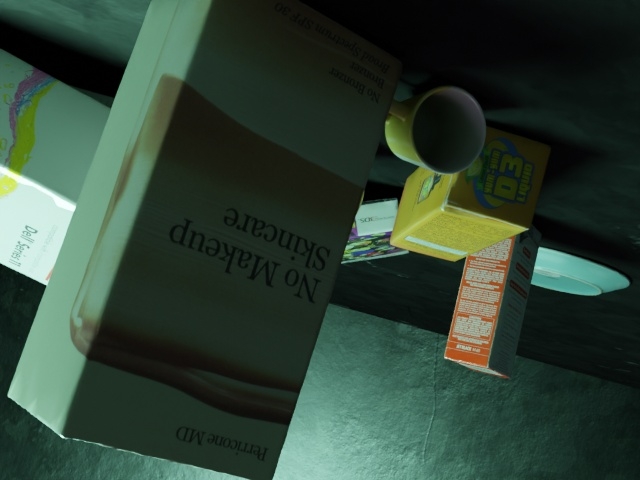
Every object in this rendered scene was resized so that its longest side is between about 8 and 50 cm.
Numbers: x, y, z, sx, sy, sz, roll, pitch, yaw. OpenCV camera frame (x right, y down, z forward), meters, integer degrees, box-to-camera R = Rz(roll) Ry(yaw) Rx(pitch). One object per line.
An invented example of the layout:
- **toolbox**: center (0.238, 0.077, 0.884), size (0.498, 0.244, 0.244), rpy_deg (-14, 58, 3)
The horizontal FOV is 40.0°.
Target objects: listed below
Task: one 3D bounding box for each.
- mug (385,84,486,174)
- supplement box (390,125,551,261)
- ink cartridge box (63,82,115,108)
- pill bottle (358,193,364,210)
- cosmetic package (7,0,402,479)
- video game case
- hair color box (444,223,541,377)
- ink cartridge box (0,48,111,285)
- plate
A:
- **mug**: center (0.075, -0.087, 0.645), size (0.078, 0.062, 0.064), rpy_deg (55, 166, -19)
- **supplement box**: center (0.125, -0.035, 0.785), size (0.080, 0.078, 0.233), rpy_deg (17, 172, -1)
- **ink cartridge box**: center (-0.196, -0.104, 0.998), size (0.332, 0.065, 0.165), rpy_deg (17, 171, 2)
- **pill bottle**: center (-0.048, -0.067, 0.800), size (0.108, 0.108, 0.180), rpy_deg (7, 167, 47)
- **cosmetic package**: center (-0.074, -0.008, 0.587), size (0.153, 0.296, 0.129), rpy_deg (21, 171, -31)
- **video game case**: center (0.000, 0.000, 1.076), size (0.210, 0.042, 0.232), rpy_deg (-9, 171, 6)
- **hair color box**: center (0.187, 0.056, 0.944), size (0.053, 0.167, 0.093), rpy_deg (10, 170, 29)
- **ink cartridge box**: center (-0.294, -0.062, 0.885), size (0.353, 0.119, 0.207), rpy_deg (28, 147, -15)
- **plate**: center (0.299, 0.042, 1.129), size (0.188, 0.024, 0.188), rpy_deg (17, 172, 2)
